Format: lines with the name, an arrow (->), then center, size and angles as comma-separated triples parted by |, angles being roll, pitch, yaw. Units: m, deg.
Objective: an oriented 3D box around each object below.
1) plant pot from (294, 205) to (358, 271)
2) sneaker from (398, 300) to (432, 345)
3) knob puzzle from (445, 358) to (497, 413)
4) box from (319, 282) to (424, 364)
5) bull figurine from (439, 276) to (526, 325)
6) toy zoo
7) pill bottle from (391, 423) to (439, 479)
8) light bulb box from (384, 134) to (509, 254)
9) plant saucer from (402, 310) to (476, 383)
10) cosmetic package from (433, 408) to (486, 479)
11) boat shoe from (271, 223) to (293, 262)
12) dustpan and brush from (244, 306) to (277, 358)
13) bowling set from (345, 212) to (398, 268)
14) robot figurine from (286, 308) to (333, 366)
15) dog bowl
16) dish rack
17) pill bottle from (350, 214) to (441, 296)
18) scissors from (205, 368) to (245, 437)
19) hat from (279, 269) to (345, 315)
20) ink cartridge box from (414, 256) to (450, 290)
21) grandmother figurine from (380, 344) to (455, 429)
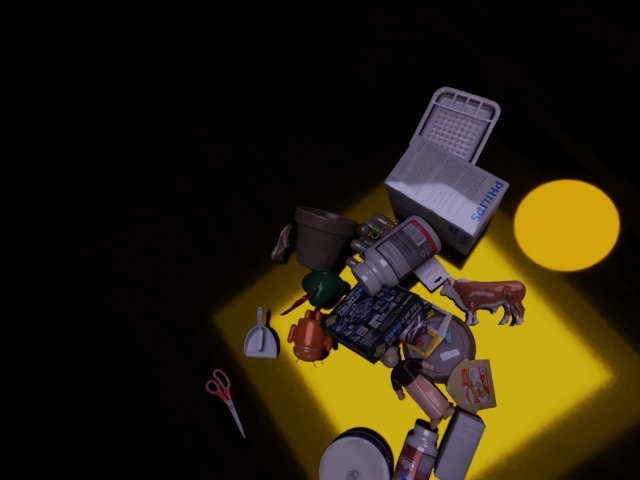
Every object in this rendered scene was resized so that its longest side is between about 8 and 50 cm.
plant pot -> 0.000, 0.000, 1.785 | 0.263, 0.263, 0.229 | 19, 98, 18
sneaker -> 0.371, 0.312, 1.616 | 0.077, 0.072, 0.178 | 33, 96, 25
knob puzzle -> 0.540, 0.530, 1.583 | 0.213, 0.030, 0.213 | 4, 75, -15
box -> 0.186, 0.280, 1.625 | 0.295, 0.073, 0.293 | -45, 32, -20
bull figurine -> 0.612, 0.225, 1.635 | 0.311, 0.101, 0.188 | -4, 80, 16
toy zoo -> 0.372, 0.317, 1.665 | 0.293, 0.030, 0.192 | 29, 85, 37
pill bottle -> 0.346, 0.781, 1.552 | 0.121, 0.121, 0.216 | 19, 77, 18
light bulb box -> 0.462, -0.157, 1.629 | 0.361, 0.358, 0.225 | 34, 89, 18
plant saucer -> 0.453, 0.407, 1.663 | 0.278, 0.041, 0.277 | -3, 76, 13
cosmetic package -> 0.488, 0.731, 1.529 | 0.107, 0.127, 0.237 | 20, 84, 17
boat shoe -> -0.155, 0.014, 1.904 | 0.060, 0.064, 0.177 | 24, 90, 13
dustpan and brush -> -0.254, 0.389, 1.835 | 0.147, 0.060, 0.211 | -1, 77, 14
bowling set -> 0.214, 0.014, 1.742 | 0.154, 0.200, 0.287 | 30, 89, 18
robot figurine -> -0.039, 0.391, 1.745 | 0.158, 0.128, 0.219 | 16, 78, -24
dog bowl -> 0.131, 0.853, 1.601 | 0.265, 0.104, 0.264 | -3, 76, 13
dish rack -> 0.561, -0.460, 1.829 | 0.286, 0.072, 0.332 | 26, 84, 18
pill bottle -> 0.276, 0.062, 1.620 | 0.319, 0.176, 0.176 | -36, 71, -7
scissors -> -0.374, 0.675, 1.818 | 0.109, 0.021, 0.297 | -45, 69, -1
hat -> -0.011, 0.242, 1.716 | 0.209, 0.173, 0.183 | -27, 29, 29
ink cartridge box -> 0.420, 0.105, 1.732 | 0.104, 0.061, 0.181 | -39, 70, 3
grandmother figurine -> 0.340, 0.519, 1.612 | 0.342, 0.104, 0.207 | 45, 107, 15
